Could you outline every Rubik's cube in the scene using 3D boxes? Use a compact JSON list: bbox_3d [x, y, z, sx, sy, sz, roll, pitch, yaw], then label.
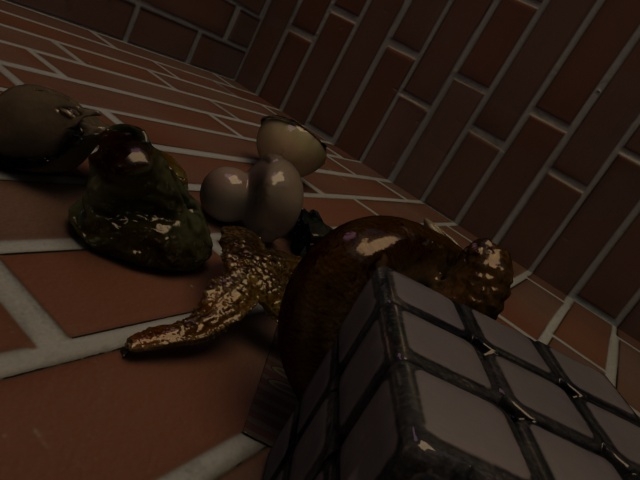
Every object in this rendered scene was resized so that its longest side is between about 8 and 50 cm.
[{"bbox_3d":[0.119,0.251,0.491,0.301,0.305,0.303,28,16,-6],"label":"Rubik's cube"}]

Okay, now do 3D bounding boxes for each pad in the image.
[{"bbox_3d":[0.000,0.242,0.820,0.202,0.005,0.299,28,18,-4],"label":"pad"}]

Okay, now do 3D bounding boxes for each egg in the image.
[{"bbox_3d":[-0.123,-0.301,1.883,0.265,0.174,0.286,27,-9,2],"label":"egg"}]

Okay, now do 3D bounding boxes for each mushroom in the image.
[{"bbox_3d":[0.094,0.124,0.762,0.346,0.344,0.239,25,8,-13],"label":"mushroom"}]

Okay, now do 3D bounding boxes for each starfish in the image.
[{"bbox_3d":[-0.098,0.092,0.904,0.384,0.132,0.398,25,21,-21],"label":"starfish"}]

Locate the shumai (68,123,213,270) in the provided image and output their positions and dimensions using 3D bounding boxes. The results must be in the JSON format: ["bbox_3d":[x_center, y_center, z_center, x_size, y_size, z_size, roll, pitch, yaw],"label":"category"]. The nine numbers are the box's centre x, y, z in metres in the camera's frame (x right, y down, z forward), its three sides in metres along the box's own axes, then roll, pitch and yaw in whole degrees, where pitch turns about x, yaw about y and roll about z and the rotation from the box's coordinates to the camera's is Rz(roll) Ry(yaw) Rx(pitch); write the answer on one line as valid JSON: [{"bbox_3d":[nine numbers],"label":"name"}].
[{"bbox_3d":[-0.283,-0.074,0.943,0.222,0.203,0.272,39,16,26],"label":"shumai"}]

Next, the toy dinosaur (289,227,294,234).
[{"bbox_3d":[-0.047,-0.031,1.432,0.133,0.059,0.096,22,26,4],"label":"toy dinosaur"}]

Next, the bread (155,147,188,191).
[{"bbox_3d":[-0.380,-0.144,1.148,0.196,0.102,0.138,20,22,-29],"label":"bread"}]

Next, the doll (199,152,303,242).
[{"bbox_3d":[-0.165,-0.105,1.233,0.221,0.220,0.251,18,-6,-31],"label":"doll"}]

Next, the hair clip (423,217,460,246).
[{"bbox_3d":[0.348,0.085,1.552,0.114,0.172,0.282,15,30,-16],"label":"hair clip"}]

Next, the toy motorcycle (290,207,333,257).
[{"bbox_3d":[0.000,0.000,1.315,0.159,0.106,0.270,17,28,-25],"label":"toy motorcycle"}]

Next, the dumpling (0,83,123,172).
[{"bbox_3d":[-0.507,-0.194,1.009,0.293,0.163,0.204,4,-15,6],"label":"dumpling"}]
